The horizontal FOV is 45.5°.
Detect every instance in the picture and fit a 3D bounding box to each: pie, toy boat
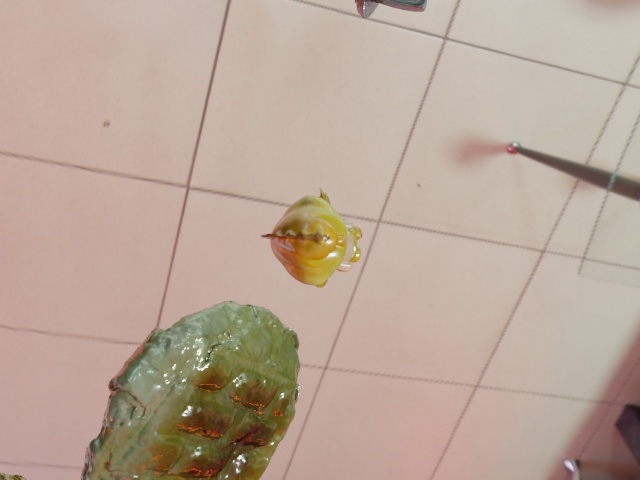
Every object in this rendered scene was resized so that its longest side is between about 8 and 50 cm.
[{"bbox_3d":[-0.120,0.199,0.798,0.306,0.071,0.306,-33,140,-33],"label":"pie"},{"bbox_3d":[0.101,-0.310,0.936,0.034,0.122,0.096,17,101,-44],"label":"toy boat"}]

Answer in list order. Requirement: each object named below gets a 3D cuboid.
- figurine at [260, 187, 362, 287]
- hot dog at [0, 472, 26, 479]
[{"bbox_3d":[0.000,0.000,1.229,0.131,0.246,0.156,-2,83,24],"label":"figurine"},{"bbox_3d":[-0.517,0.420,1.208,0.072,0.109,0.269,-34,163,-8],"label":"hot dog"}]
